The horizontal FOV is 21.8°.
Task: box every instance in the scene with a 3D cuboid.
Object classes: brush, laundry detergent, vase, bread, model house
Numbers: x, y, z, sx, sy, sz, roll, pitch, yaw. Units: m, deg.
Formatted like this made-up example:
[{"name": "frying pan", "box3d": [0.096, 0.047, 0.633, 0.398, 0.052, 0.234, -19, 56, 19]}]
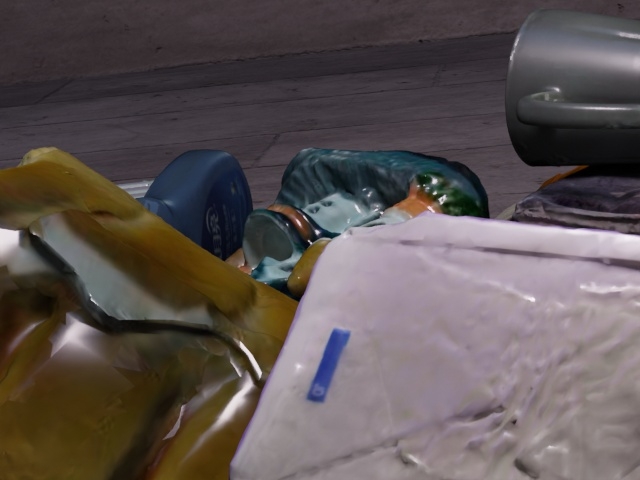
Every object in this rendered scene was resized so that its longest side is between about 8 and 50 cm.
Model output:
[{"name": "brush", "box3d": [0.318, -0.096, 1.830, 0.314, 0.017, 0.090, -32, 4, 25]}, {"name": "laundry detergent", "box3d": [-0.154, 0.008, 1.728, 0.094, 0.143, 0.290, 4, 22, 14]}, {"name": "vase", "box3d": [0.316, -0.133, 1.551, 0.300, 0.156, 0.251, 7, 18, 31]}, {"name": "bread", "box3d": [-0.103, 0.111, 0.841, 0.341, 0.210, 0.300, 36, 45, 14]}, {"name": "model house", "box3d": [-0.023, 0.044, 1.474, 0.291, 0.184, 0.253, -24, 26, -34]}]

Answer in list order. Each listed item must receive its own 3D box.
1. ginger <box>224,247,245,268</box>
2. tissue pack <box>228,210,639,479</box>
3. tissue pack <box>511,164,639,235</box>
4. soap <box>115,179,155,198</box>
[{"name": "ginger", "box3d": [-0.001, 0.001, 1.783, 0.166, 0.080, 0.333, 13, 26, 24]}, {"name": "tissue pack", "box3d": [0.155, 0.130, 0.762, 0.242, 0.160, 0.338, 9, -20, 36]}, {"name": "tissue pack", "box3d": [0.407, -0.033, 1.617, 0.288, 0.124, 0.394, 0, 17, 39]}, {"name": "soap", "box3d": [-0.231, -0.014, 1.934, 0.230, 0.091, 0.145, -7, 12, 3]}]
